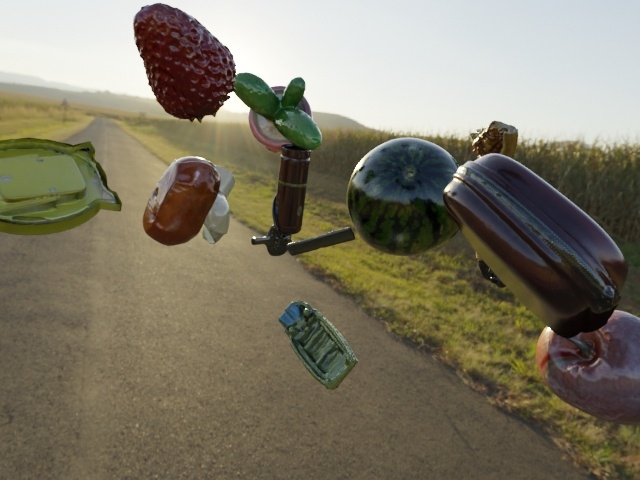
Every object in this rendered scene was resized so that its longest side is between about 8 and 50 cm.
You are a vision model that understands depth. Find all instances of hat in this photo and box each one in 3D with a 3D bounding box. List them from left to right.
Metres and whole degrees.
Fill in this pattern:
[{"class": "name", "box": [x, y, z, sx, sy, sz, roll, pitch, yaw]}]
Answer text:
[{"class": "hat", "box": [-0.401, -0.149, 1.679, 0.168, 0.257, 0.301, 8, 53, 25]}]

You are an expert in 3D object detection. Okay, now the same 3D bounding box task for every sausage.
[{"class": "sausage", "box": [-0.387, -0.111, 1.207, 0.141, 0.268, 0.153, 25, 10, -45]}]

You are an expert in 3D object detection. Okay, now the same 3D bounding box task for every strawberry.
[{"class": "strawberry", "box": [-0.297, -0.389, 0.920, 0.205, 0.205, 0.244, 13, -21, 24]}]

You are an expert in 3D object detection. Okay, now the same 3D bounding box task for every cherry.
[{"class": "cherry", "box": [0.557, 0.242, 0.845, 0.286, 0.212, 0.236, 36, -1, -17]}]

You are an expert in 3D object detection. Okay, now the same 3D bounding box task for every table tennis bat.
[{"class": "table tennis bat", "box": [-0.181, -0.003, 1.636, 0.022, 0.130, 0.234, 9, 6, 29]}]

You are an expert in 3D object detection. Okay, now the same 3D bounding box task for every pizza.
[{"class": "pizza", "box": [0.510, -0.278, 1.287, 0.056, 0.134, 0.271, -35, 4, -5]}]

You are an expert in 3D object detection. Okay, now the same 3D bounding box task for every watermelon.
[{"class": "watermelon", "box": [0.205, -0.099, 1.025, 0.286, 0.284, 0.285, 7, 13, -2]}]

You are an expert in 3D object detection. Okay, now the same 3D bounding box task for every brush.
[{"class": "brush", "box": [0.000, 0.000, 1.011, 0.191, 0.034, 0.027, -16, 21, 35]}]

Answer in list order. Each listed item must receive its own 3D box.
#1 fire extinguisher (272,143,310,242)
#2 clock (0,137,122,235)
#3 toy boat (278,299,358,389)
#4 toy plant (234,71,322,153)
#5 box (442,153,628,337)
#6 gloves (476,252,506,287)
[{"class": "fire extinguisher", "box": [-0.095, -0.139, 1.418, 0.105, 0.341, 0.141, 18, 25, 21]}, {"class": "clock", "box": [-0.610, -0.114, 0.932, 0.294, 0.071, 0.277, -8, 51, -35]}, {"class": "toy boat", "box": [-0.004, 0.243, 1.010, 0.084, 0.111, 0.276, 46, -6, -35]}, {"class": "toy plant", "box": [-0.108, -0.383, 1.380, 0.317, 0.210, 0.356, 41, -4, 1]}, {"class": "box", "box": [0.320, 0.021, 0.653, 0.263, 0.108, 0.404, 54, 12, 30]}, {"class": "gloves", "box": [0.600, 0.077, 1.461, 0.106, 0.180, 0.129, -20, 53, 4]}]
